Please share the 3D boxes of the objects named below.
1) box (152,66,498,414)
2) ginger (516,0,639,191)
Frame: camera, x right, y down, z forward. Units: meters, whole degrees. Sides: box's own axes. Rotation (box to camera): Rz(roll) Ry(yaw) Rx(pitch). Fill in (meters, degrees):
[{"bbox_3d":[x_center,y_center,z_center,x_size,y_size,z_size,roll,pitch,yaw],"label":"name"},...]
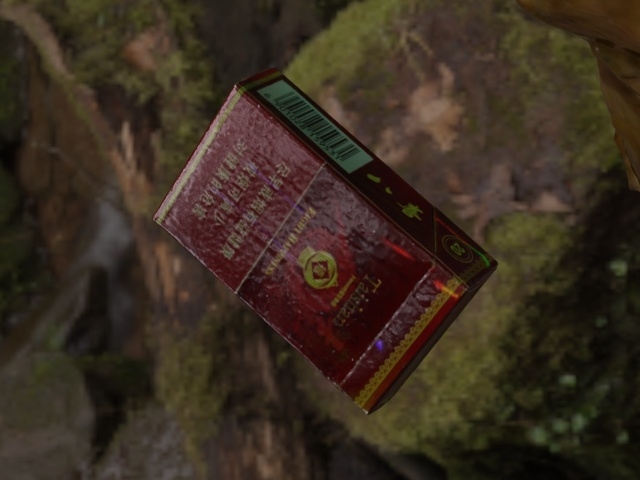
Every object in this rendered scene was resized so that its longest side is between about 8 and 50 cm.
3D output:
[{"bbox_3d":[0.000,0.000,0.404,0.082,0.023,0.051,41,124,10],"label":"box"},{"bbox_3d":[0.202,-0.076,0.699,0.172,0.321,0.165,-49,26,-23],"label":"ginger"}]
